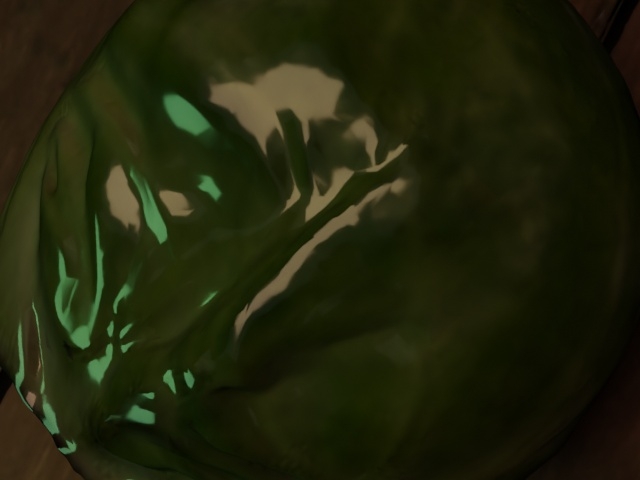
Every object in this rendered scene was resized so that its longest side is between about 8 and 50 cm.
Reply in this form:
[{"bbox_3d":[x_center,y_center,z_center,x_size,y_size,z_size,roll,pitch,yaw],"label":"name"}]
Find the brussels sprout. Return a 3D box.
[{"bbox_3d":[0.000,0.000,0.646,0.244,0.244,0.244,-6,76,24],"label":"brussels sprout"}]
